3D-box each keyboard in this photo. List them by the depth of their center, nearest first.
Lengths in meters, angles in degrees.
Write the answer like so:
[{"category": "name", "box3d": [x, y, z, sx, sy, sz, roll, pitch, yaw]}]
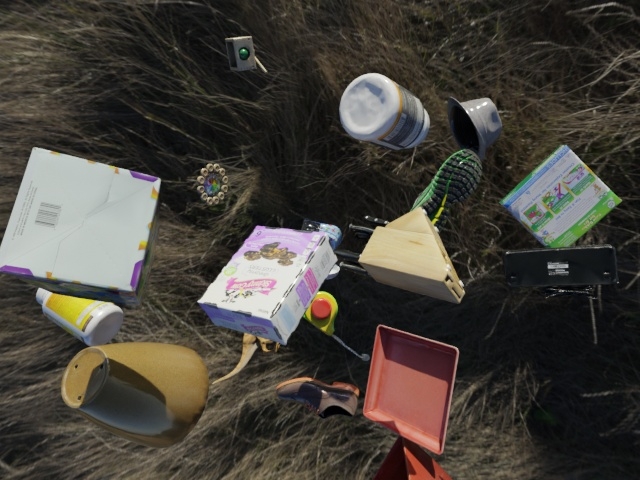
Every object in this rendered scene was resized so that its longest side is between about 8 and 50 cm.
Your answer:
[{"category": "keyboard", "box3d": [0.457, 0.063, 0.844, 0.191, 0.038, 0.100, -4, 83, 24]}]

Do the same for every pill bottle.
[{"category": "pill bottle", "box3d": [-0.638, 0.181, 1.155, 0.214, 0.117, 0.117, 27, 107, 15]}, {"category": "pill bottle", "box3d": [0.182, -0.328, 1.163, 0.162, 0.278, 0.162, 2, 94, 32]}]

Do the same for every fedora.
[{"category": "fedora", "box3d": [0.569, -0.423, 1.587, 0.124, 0.275, 0.244, -29, 55, 3]}]

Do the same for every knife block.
[{"category": "knife block", "box3d": [0.144, 0.051, 0.932, 0.242, 0.276, 0.088, -31, 130, 19]}]

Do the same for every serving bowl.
[{"category": "serving bowl", "box3d": [0.009, 0.086, 1.195, 0.083, 0.083, 0.027, 8, 111, 10]}]

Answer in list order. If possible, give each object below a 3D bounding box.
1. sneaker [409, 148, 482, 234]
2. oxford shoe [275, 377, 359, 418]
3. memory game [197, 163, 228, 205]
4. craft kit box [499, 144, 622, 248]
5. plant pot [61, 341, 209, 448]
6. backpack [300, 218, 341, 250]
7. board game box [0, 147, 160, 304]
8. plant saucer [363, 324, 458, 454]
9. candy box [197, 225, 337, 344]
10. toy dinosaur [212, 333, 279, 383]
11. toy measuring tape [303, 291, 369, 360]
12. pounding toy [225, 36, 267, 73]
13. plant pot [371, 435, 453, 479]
[{"category": "sneaker", "box3d": [0.388, -0.157, 1.442, 0.134, 0.146, 0.344, 38, 95, -12]}, {"category": "oxford shoe", "box3d": [-0.017, 0.503, 1.387, 0.271, 0.098, 0.097, -1, 132, 12]}, {"category": "memory game", "box3d": [-0.471, -0.246, 1.926, 0.012, 0.186, 0.186, 10, 105, 31]}, {"category": "craft kit box", "box3d": [0.738, -0.120, 1.356, 0.246, 0.061, 0.250, 44, 104, -2]}, {"category": "plant pot", "box3d": [-0.415, 0.321, 0.959, 0.237, 0.254, 0.237, -10, 61, 18]}, {"category": "backpack", "box3d": [0.000, 0.000, 1.884, 0.173, 0.117, 0.158, 9, 138, 6]}, {"category": "board game box", "box3d": [-0.311, 0.005, 0.614, 0.142, 0.275, 0.145, 13, 75, -18]}, {"category": "plant saucer", "box3d": [0.239, 0.377, 1.150, 0.258, 0.047, 0.259, 7, 87, 48]}, {"category": "candy box", "box3d": [-0.089, 0.069, 0.770, 0.164, 0.196, 0.070, 6, 137, 32]}, {"category": "toy dinosaur", "box3d": [-0.154, 0.234, 0.999, 0.112, 0.064, 0.212, 7, 63, 9]}, {"category": "toy measuring tape", "box3d": [0.050, 0.265, 1.465, 0.330, 0.121, 0.121, 36, 107, 0]}, {"category": "pounding toy", "box3d": [-0.278, -0.688, 1.634, 0.100, 0.141, 0.130, -18, 119, -21]}, {"category": "plant pot", "box3d": [0.245, 0.701, 1.086, 0.235, 0.267, 0.268, 30, 93, 6]}]
